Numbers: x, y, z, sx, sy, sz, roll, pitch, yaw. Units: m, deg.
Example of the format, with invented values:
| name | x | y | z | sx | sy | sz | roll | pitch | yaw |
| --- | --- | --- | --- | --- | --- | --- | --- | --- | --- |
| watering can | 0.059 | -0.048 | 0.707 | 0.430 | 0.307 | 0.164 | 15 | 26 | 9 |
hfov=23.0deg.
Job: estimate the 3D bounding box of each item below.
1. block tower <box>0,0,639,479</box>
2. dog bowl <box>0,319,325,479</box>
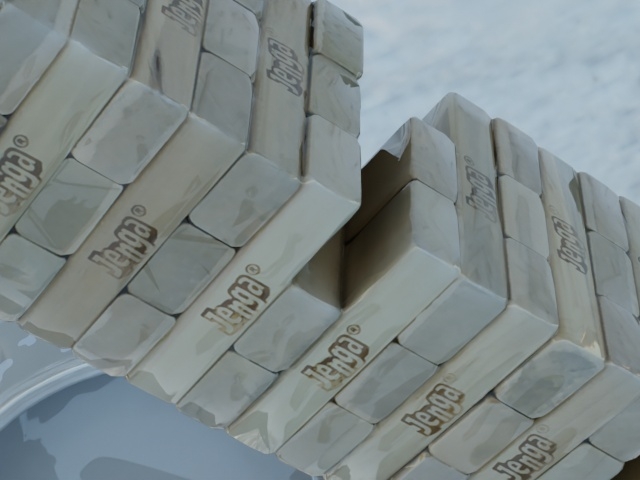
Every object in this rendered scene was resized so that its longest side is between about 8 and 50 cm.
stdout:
| name | x | y | z | sx | sy | sz | roll | pitch | yaw |
| --- | --- | --- | --- | --- | --- | --- | --- | --- | --- |
| block tower | 0.000 | 0.000 | 0.449 | 0.335 | 0.097 | 0.091 | 31 | 123 | -21 |
| dog bowl | -0.110 | 0.195 | 1.008 | 0.349 | 0.348 | 0.102 | -22 | -162 | -6 |
